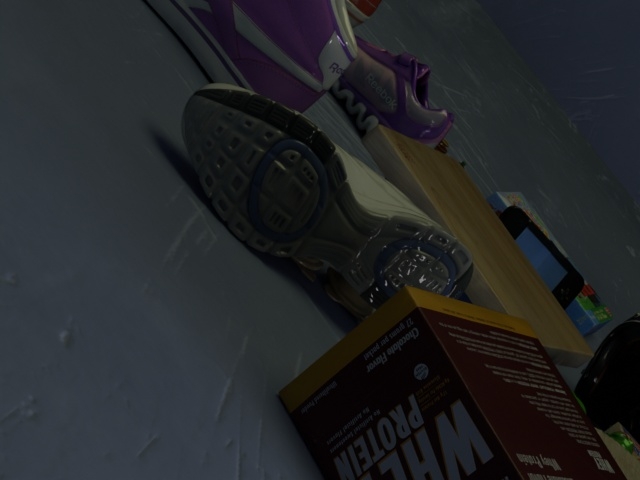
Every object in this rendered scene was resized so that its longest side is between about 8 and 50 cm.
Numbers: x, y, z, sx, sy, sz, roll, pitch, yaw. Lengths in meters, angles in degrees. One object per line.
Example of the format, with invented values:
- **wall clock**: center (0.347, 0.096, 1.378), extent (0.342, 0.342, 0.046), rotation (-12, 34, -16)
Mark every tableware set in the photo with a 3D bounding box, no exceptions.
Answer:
- **tableware set**: center (0.000, 0.000, 1.694), extent (0.141, 0.020, 0.168), rotation (39, 23, -23)

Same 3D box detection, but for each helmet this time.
- **helmet**: center (0.379, 0.158, 2.153), extent (0.169, 0.161, 0.169), rotation (41, -2, 2)

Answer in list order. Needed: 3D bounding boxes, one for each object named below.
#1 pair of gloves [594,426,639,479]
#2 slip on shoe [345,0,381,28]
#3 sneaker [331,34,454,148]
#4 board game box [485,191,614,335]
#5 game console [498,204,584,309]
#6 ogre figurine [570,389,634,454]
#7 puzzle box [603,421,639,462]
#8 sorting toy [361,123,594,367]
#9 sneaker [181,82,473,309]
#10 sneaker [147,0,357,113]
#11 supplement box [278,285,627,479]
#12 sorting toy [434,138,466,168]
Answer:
- **pair of gloves**: center (0.189, 0.221, 1.607), extent (0.240, 0.042, 0.204), rotation (30, 38, -27)
- **slip on shoe**: center (-0.032, -0.391, 2.160), extent (0.331, 0.101, 0.123), rotation (51, 13, 3)
- **sneaker**: center (0.068, -0.185, 2.200), extent (0.236, 0.104, 0.095), rotation (54, 16, 13)
- **board game box**: center (0.293, 0.030, 2.507), extent (0.211, 0.039, 0.160), rotation (53, 15, 9)
- **game console**: center (0.243, 0.051, 2.215), extent (0.144, 0.124, 0.085), rotation (46, -11, -23)
- **ogre figurine**: center (0.231, 0.206, 1.768), extent (0.197, 0.097, 0.118), rotation (50, 19, 6)
- **puzzle box**: center (0.435, 0.399, 2.020), extent (0.409, 0.052, 0.272), rotation (46, 14, -20)
- **sorting toy**: center (0.135, 0.030, 1.909), extent (0.257, 0.089, 0.255), rotation (56, 15, 18)
- **sneaker**: center (-0.007, -0.037, 1.609), extent (0.297, 0.111, 0.129), rotation (38, 9, -31)
- **sneaker**: center (-0.077, -0.252, 1.799), extent (0.282, 0.161, 0.102), rotation (50, 16, -4)
- **supplement box**: center (0.107, 0.158, 1.390), extent (0.191, 0.129, 0.194), rotation (17, 37, -56)
- **sorting toy**: center (0.156, -0.095, 2.376), extent (0.102, 0.042, 0.061), rotation (41, 18, -38)
